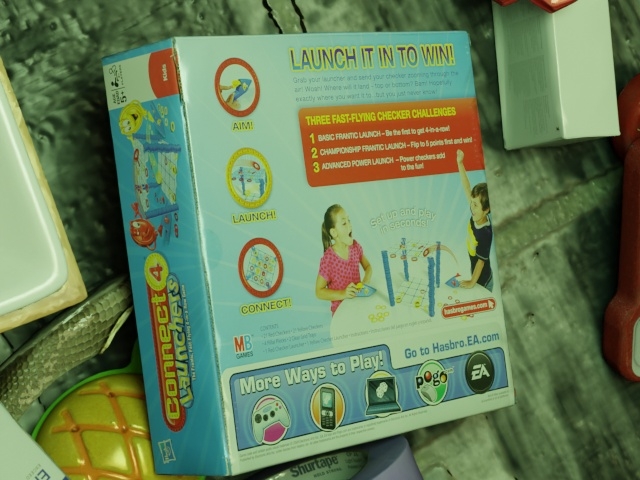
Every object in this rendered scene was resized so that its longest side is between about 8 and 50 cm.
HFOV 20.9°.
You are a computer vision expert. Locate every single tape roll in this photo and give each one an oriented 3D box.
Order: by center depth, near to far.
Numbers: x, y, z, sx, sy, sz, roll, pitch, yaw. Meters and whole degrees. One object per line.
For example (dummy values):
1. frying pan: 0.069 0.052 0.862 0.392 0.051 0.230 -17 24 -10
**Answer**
1. tape roll: -0.008 0.218 1.282 0.189 0.189 0.080 -26 97 -21

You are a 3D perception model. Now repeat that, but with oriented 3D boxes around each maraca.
1. maraca: -0.136 0.146 1.283 0.127 0.099 0.186 40 60 7

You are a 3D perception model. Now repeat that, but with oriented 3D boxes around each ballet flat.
1. ballet flat: -0.221 0.119 1.256 0.250 0.084 0.058 -43 94 -14

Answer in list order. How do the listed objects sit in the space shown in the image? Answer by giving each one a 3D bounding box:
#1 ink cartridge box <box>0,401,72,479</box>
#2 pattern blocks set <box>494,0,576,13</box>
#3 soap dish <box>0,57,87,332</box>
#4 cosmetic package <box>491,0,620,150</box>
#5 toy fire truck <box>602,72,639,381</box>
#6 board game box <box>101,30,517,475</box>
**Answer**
1. ink cartridge box: -0.340 0.080 1.072 0.371 0.069 0.176 48 57 -10
2. pattern blocks set: 0.068 -0.331 1.366 0.325 0.026 0.285 12 80 1
3. soap dish: -0.321 -0.054 1.206 0.229 0.118 0.291 -22 96 -22
4. cosmetic package: 0.190 -0.199 1.433 0.060 0.099 0.239 -5 90 -22
5. toy fire truck: 0.383 -0.017 1.487 0.302 0.169 0.254 -9 115 -22
6. board game box: 0.000 0.000 1.297 0.308 0.086 0.302 -7 90 -44
